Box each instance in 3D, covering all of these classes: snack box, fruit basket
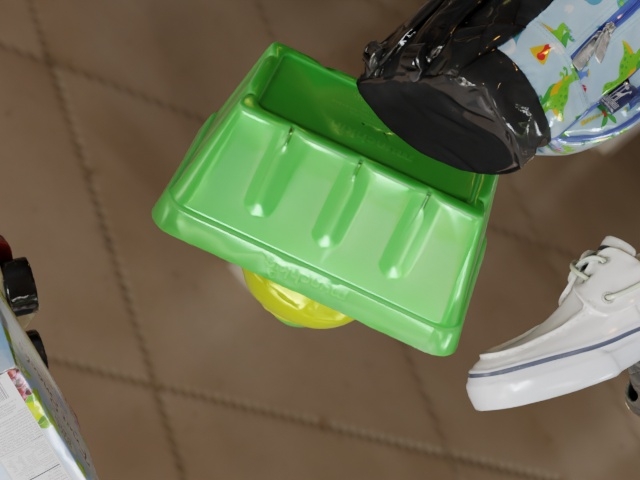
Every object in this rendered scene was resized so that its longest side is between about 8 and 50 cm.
[{"bbox_3d":[-0.258,0.144,1.594,0.207,0.070,0.174,64,-4,-36],"label":"snack box"},{"bbox_3d":[0.000,0.000,2.138,0.392,0.392,0.283,41,32,-12],"label":"fruit basket"}]

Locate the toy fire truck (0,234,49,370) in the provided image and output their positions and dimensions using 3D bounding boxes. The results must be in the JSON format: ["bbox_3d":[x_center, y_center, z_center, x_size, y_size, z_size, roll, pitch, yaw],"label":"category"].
[{"bbox_3d":[-0.344,0.082,1.922,0.158,0.217,0.246,-14,24,-18],"label":"toy fire truck"}]

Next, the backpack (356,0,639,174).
[{"bbox_3d":[0.252,-0.218,1.856,0.273,0.355,0.290,40,-11,-16],"label":"backpack"}]

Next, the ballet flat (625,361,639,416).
[{"bbox_3d":[0.245,0.097,1.399,0.049,0.057,0.173,19,-11,6],"label":"ballet flat"}]

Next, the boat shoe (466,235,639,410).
[{"bbox_3d":[0.183,0.034,1.155,0.226,0.083,0.075,-21,94,-19],"label":"boat shoe"}]
